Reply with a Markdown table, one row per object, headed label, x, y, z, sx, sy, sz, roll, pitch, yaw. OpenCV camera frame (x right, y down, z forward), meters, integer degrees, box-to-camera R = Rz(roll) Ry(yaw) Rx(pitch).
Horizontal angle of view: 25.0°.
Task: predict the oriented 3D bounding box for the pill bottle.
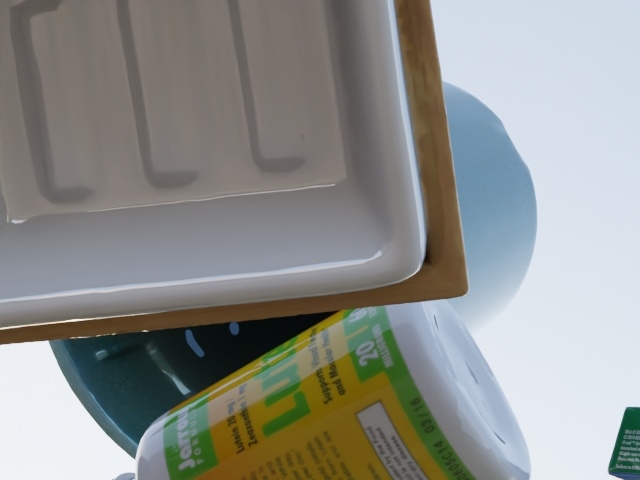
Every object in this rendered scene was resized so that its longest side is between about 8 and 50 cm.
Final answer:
| label | x | y | z | sx | sy | sz | roll | pitch | yaw |
| --- | --- | --- | --- | --- | --- | --- | --- | --- | --- |
| pill bottle | -0.018 | 0.135 | 0.817 | 0.245 | 0.136 | 0.136 | -31 | -57 | 13 |

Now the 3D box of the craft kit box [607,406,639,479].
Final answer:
| label | x | y | z | sx | sy | sz | roll | pitch | yaw |
| --- | --- | --- | --- | --- | --- | --- | --- | --- | --- |
| craft kit box | 0.356 | 0.180 | 0.921 | 0.249 | 0.061 | 0.246 | -4 | -33 | 47 |

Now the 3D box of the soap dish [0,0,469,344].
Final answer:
| label | x | y | z | sx | sy | sz | roll | pitch | yaw |
| --- | --- | --- | --- | --- | --- | --- | --- | --- | --- |
| soap dish | -0.080 | -0.075 | 0.689 | 0.290 | 0.118 | 0.229 | -7 | -84 | 18 |

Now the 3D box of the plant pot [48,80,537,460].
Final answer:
| label | x | y | z | sx | sy | sz | roll | pitch | yaw |
| --- | --- | --- | --- | --- | --- | --- | --- | --- | --- |
| plant pot | 0.000 | 0.000 | 1.188 | 0.341 | 0.334 | 0.341 | 6 | -78 | 30 |
